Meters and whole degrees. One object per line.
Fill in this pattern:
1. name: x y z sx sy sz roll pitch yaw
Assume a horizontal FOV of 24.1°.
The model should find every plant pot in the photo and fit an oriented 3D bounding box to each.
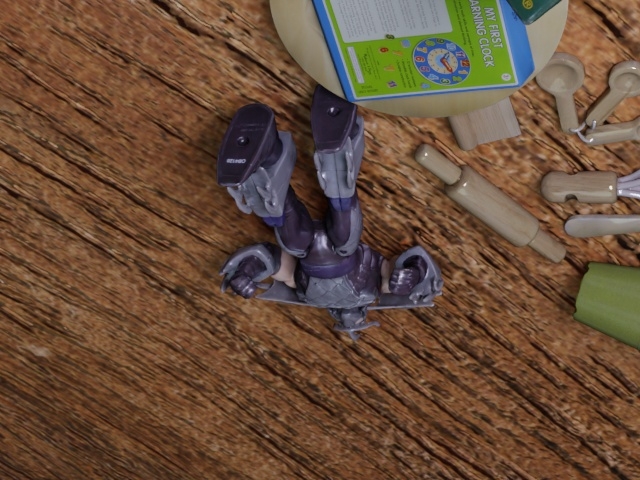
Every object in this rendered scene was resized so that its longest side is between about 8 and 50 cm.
1. plant pot: 0.251 0.051 1.230 0.079 0.083 0.083 18 143 15

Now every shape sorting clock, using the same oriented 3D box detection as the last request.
1. shape sorting clock: 0.067 -0.166 1.034 0.206 0.040 0.206 8 137 7

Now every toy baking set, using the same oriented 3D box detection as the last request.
1. toy baking set: 0.202 -0.048 1.150 0.196 0.030 0.256 -27 127 38

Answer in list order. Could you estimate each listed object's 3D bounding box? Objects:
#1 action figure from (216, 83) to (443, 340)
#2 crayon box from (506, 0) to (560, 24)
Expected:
1. action figure: 0.000 0.000 1.215 0.185 0.099 0.285 -7 142 10
2. crayon box: 0.166 -0.282 0.771 0.202 0.081 0.318 52 133 -1
